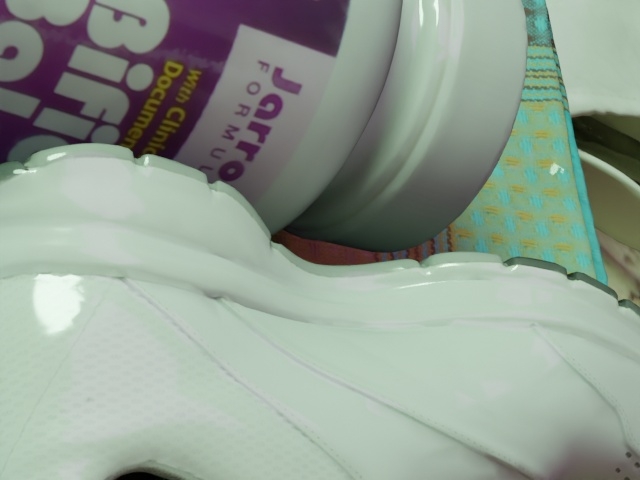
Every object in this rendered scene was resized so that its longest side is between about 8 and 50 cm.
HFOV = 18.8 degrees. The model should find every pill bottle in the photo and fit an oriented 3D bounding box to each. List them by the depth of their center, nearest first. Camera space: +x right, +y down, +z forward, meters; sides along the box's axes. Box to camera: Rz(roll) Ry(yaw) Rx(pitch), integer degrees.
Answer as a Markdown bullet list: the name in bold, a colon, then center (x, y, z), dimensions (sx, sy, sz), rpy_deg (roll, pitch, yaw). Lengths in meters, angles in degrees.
- **pill bottle**: center (-0.081, -0.086, 0.639), dimensions (0.301, 0.169, 0.169), rpy_deg (15, 51, -35)

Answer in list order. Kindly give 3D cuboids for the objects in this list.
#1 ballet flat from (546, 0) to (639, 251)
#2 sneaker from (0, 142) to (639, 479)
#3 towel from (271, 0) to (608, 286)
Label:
- **ballet flat**: center (0.224, -0.033, 1.047), dimensions (0.400, 0.139, 0.139), rpy_deg (23, 46, -29)
- **sneaker**: center (0.003, 0.066, 0.625), dimensions (0.297, 0.111, 0.129), rpy_deg (12, 61, -30)
- **towel**: center (0.000, 0.000, 0.772), dimensions (0.271, 0.040, 0.370), rpy_deg (10, 53, -23)
